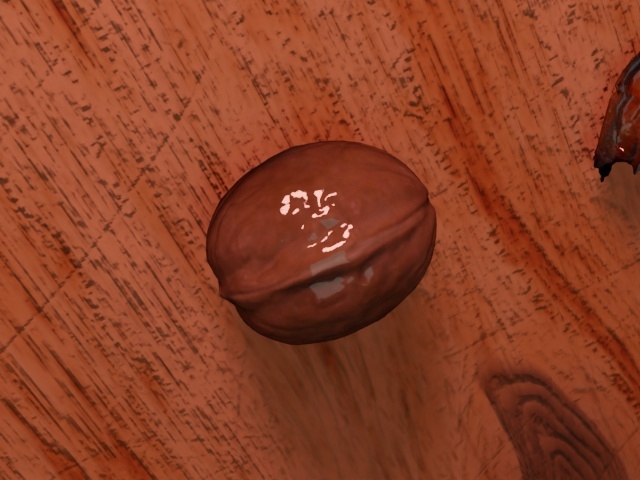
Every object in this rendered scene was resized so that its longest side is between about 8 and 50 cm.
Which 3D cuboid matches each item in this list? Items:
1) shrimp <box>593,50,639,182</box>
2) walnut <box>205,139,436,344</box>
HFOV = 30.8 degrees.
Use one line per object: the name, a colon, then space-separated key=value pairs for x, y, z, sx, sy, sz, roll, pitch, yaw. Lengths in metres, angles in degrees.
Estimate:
shrimp: x=0.327 y=-0.063 z=0.960 sx=0.222 sy=0.054 sz=0.290 roll=-15 pitch=119 yaw=-13
walnut: x=0.000 y=0.000 z=0.831 sx=0.162 sy=0.140 sz=0.140 roll=-28 pitch=124 yaw=-17
